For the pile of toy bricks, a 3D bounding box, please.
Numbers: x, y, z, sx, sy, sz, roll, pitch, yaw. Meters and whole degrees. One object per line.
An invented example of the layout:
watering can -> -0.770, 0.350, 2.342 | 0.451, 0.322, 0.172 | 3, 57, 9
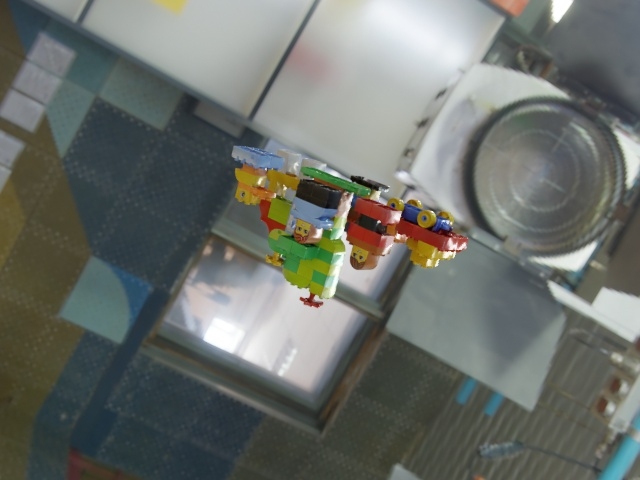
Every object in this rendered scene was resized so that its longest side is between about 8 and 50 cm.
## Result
pile of toy bricks -> 0.000, 0.000, 0.783 | 0.212, 0.118, 0.105 | 24, -75, 39
